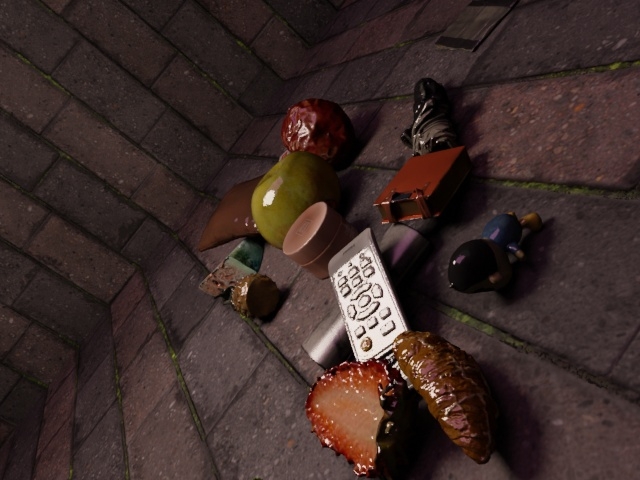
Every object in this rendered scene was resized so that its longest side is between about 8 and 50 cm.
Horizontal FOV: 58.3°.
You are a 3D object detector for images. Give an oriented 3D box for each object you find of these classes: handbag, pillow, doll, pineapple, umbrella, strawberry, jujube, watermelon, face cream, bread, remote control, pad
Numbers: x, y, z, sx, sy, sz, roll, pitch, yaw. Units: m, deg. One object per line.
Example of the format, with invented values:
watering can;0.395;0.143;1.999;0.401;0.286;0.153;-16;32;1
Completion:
handbag;0.194;-0.104;1.081;0.127;0.063;0.190;-7;30;39
pillow;-0.217;-0.102;1.762;0.308;0.108;0.305;-13;36;37
doll;0.254;0.021;0.845;0.179;0.089;0.102;-33;17;-19
pineapple;-0.194;0.140;1.457;0.125;0.125;0.251;-58;20;-16
umbrella;0.238;-0.284;1.292;0.113;0.106;0.358;-41;24;31
strawberry;0.066;0.237;0.825;0.208;0.087;0.167;19;100;59
jujube;-0.012;-0.305;1.647;0.213;0.213;0.232;-51;15;0
watermelon;-0.277;0.087;1.740;0.241;0.094;0.154;-41;18;30
face cream;0.000;0.000;1.308;0.149;0.104;0.149;-41;25;24
bread;0.167;0.180;0.732;0.076;0.105;0.233;-52;28;12
remote control;0.094;0.120;0.950;0.109;0.055;0.313;-41;45;25
pad;0.403;-0.571;1.521;0.174;0.022;0.233;-48;24;7

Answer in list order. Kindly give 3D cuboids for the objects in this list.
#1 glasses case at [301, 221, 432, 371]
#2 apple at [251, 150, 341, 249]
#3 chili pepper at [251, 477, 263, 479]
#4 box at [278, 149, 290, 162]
glasses case;0.082;0.100;1.062;0.299;0.060;0.114;-53;28;-3
apple;-0.067;-0.101;1.471;0.261;0.194;0.261;-41;18;16
chili pepper;-0.126;0.445;0.984;0.091;0.034;0.030;-49;-10;7
box;-0.097;-0.246;1.928;0.123;0.050;0.229;-39;26;30
